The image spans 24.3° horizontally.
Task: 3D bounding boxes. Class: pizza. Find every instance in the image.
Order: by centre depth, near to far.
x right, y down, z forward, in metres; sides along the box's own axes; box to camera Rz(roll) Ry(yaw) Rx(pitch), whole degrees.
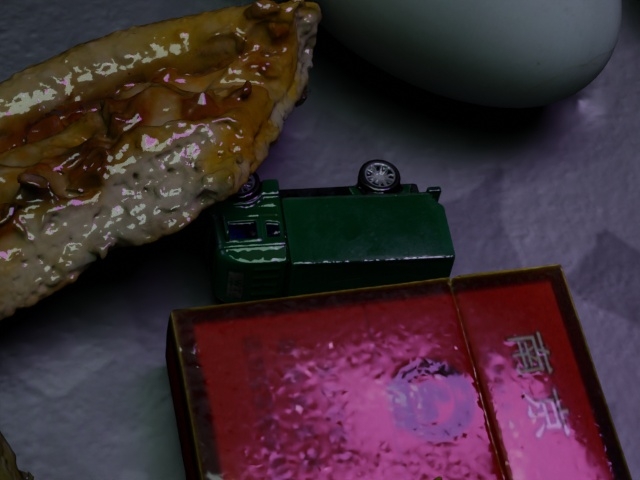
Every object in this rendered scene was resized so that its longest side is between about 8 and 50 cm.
[{"bbox_3d":[-0.147,-0.045,0.870,0.365,0.074,0.182,-25,36,-9],"label":"pizza"}]

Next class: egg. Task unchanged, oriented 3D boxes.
[{"bbox_3d":[0.079,-0.192,0.963,0.264,0.183,0.183,42,62,7],"label":"egg"}]

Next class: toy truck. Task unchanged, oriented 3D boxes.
[{"bbox_3d":[0.000,0.000,0.904,0.147,0.065,0.079,-1,53,-9],"label":"toy truck"}]

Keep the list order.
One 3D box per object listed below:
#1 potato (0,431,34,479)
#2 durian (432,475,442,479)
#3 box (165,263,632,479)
[{"bbox_3d":[-0.298,0.137,0.715,0.307,0.173,0.210,15,61,2],"label":"potato"},{"bbox_3d":[0.057,0.223,0.729,0.249,0.183,0.138,-16,22,-12],"label":"durian"},{"bbox_3d":[0.041,0.105,0.846,0.239,0.074,0.153,-6,57,-14],"label":"box"}]
